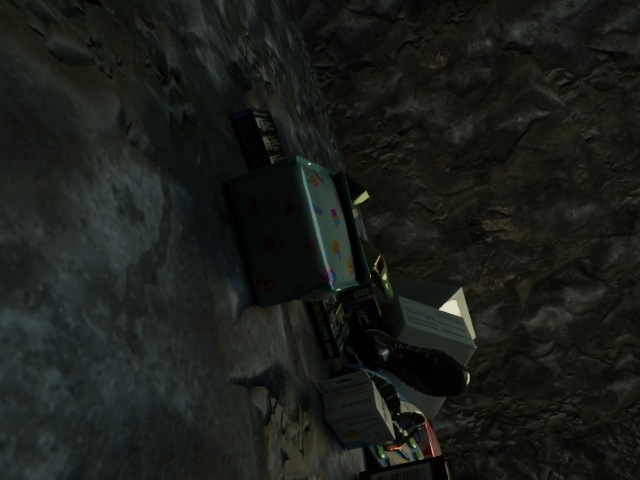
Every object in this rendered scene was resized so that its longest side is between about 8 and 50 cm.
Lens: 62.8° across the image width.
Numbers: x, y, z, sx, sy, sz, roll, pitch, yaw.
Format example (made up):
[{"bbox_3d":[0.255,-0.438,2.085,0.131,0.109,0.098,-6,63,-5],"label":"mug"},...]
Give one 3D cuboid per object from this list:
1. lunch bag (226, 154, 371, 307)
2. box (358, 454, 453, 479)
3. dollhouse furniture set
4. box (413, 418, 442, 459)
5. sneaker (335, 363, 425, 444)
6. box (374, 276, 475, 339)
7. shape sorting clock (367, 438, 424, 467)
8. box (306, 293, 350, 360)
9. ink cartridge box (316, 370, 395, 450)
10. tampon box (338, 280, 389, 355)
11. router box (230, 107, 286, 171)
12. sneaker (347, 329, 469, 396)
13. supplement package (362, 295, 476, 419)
[{"bbox_3d":[-0.017,-0.009,0.899,0.262,0.160,0.223,5,69,-67],"label":"lunch bag"},{"bbox_3d":[0.221,0.647,1.082,0.143,0.191,0.381,-81,151,-66],"label":"box"},{"bbox_3d":[0.131,-0.010,1.453,0.301,0.151,0.197,45,-8,38],"label":"dollhouse furniture set"},{"bbox_3d":[0.273,0.633,1.517,0.300,0.142,0.154,62,15,-46],"label":"box"},{"bbox_3d":[0.119,0.373,1.244,0.147,0.130,0.330,39,-8,47],"label":"sneaker"},{"bbox_3d":[0.346,0.276,1.890,0.168,0.345,0.214,-34,114,-33],"label":"box"},{"bbox_3d":[0.187,0.516,1.305,0.206,0.040,0.206,34,24,-18],"label":"shape sorting clock"},{"bbox_3d":[0.015,0.156,1.200,0.191,0.045,0.184,-40,111,-78],"label":"box"},{"bbox_3d":[0.070,0.334,1.019,0.061,0.105,0.181,-97,165,-48],"label":"ink cartridge box"},{"bbox_3d":[0.099,0.196,1.365,0.101,0.121,0.160,-88,159,-67],"label":"tampon box"},{"bbox_3d":[-0.116,-0.195,1.060,0.179,0.046,0.133,-59,131,-77],"label":"router box"},{"bbox_3d":[0.182,0.276,1.176,0.162,0.282,0.106,28,78,-61],"label":"sneaker"},{"bbox_3d":[0.259,0.320,1.426,0.145,0.204,0.261,-90,-160,-65],"label":"supplement package"}]
